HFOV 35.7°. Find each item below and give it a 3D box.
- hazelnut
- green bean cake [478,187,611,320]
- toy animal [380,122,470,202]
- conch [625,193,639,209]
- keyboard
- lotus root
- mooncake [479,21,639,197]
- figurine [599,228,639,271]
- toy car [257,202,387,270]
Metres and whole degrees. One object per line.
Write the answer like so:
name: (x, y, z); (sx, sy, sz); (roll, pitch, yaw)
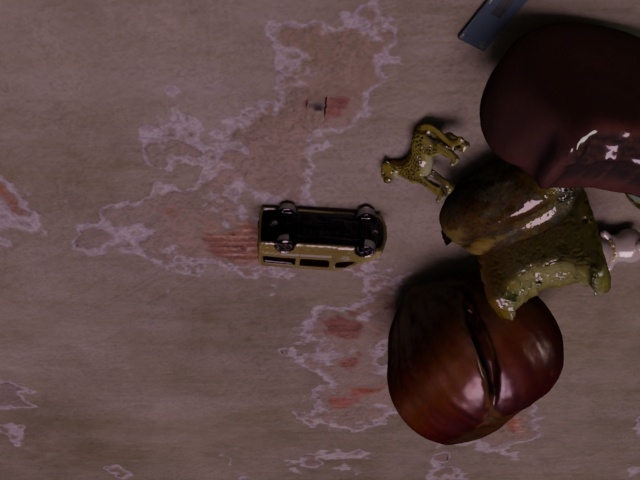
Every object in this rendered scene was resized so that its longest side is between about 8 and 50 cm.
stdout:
hazelnut: (0.314, 0.253, 2.133); (0.359, 0.359, 0.409); (14, 136, -18)
green bean cake: (0.433, 0.033, 1.938); (0.236, 0.233, 0.124); (-16, 145, 19)
toy animal: (0.190, -0.156, 1.811); (0.136, 0.073, 0.181); (31, 144, 14)
conch: (0.609, -0.137, 1.816); (0.187, 0.124, 0.181); (30, 152, 6)
keyboard: (0.289, -0.374, 1.584); (0.055, 0.014, 0.176); (18, 138, -21)
lotus root: (0.348, -0.077, 1.851); (0.275, 0.160, 0.152); (-24, 124, 31)
mooncake: (0.435, -0.195, 1.585); (0.326, 0.334, 0.174); (-28, 158, -33)
figurine: (0.580, 0.026, 2.034); (0.146, 0.081, 0.098); (-11, 167, -3)
toy car: (0.000, 0.000, 1.989); (0.256, 0.101, 0.124); (4, 146, -4)
